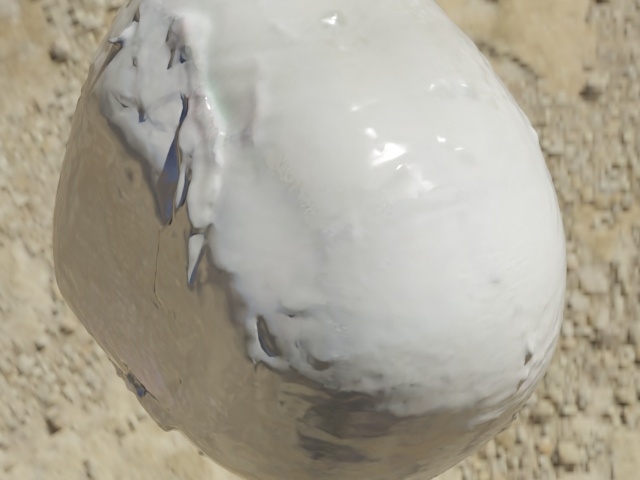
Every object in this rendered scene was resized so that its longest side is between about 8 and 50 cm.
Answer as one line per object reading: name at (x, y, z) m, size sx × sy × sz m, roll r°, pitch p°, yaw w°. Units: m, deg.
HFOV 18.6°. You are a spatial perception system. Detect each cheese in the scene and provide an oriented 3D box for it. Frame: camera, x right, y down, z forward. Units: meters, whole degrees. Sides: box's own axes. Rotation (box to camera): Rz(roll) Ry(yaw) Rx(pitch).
cheese at (0.000, 0.000, 0.696) m, size 0.154 × 0.198 × 0.189 m, roll -13°, pitch 52°, yaw -27°
